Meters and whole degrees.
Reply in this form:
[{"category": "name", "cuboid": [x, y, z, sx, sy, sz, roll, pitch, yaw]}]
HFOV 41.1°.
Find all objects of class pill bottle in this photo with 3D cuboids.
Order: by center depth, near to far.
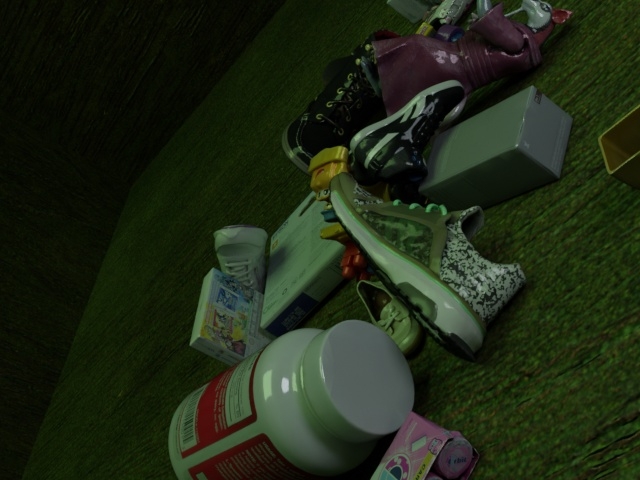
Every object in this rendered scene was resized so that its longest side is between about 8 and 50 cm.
[{"category": "pill bottle", "cuboid": [-0.051, 0.277, 1.348, 0.408, 0.229, 0.229, -36, 31, 43]}]

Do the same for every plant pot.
[{"category": "plant pot", "cuboid": [0.413, -0.109, 1.071, 0.081, 0.083, 0.081, -43, 26, 35]}]

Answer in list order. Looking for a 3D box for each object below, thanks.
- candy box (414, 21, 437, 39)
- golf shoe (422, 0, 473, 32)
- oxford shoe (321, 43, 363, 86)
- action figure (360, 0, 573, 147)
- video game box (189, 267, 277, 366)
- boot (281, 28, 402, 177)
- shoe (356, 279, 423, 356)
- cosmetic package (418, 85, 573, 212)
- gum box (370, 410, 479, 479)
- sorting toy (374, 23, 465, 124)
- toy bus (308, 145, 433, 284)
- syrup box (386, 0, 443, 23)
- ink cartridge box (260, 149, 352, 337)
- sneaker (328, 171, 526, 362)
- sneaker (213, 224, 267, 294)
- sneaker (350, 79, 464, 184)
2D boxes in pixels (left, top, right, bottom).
[{"category": "candy box", "cuboid": [0.213, -0.397, 1.810, 0.105, 0.027, 0.206, -55, -11, 12]}, {"category": "golf shoe", "cuboid": [0.293, -0.511, 1.883, 0.186, 0.068, 0.086, -50, 26, 43]}, {"category": "oxford shoe", "cuboid": [0.071, -0.426, 2.177, 0.212, 0.076, 0.076, -39, -18, -41]}, {"category": "action figure", "cuboid": [0.268, -0.314, 1.507, 0.370, 0.248, 0.275, -19, 74, 23]}, {"category": "video game box", "cuboid": [-0.171, 0.176, 1.790, 0.048, 0.187, 0.205, -44, 25, 32]}, {"category": "boot", "cuboid": [0.066, -0.316, 1.934, 0.284, 0.138, 0.377, -46, 5, 32]}, {"category": "shoe", "cuboid": [0.110, 0.125, 1.434, 0.076, 0.058, 0.219, -54, 22, 11]}, {"category": "cosmetic package", "cuboid": [0.277, -0.136, 1.375, 0.238, 0.107, 0.127, -19, 44, 54]}, {"category": "gum box", "cuboid": [0.124, 0.327, 1.135, 0.188, 0.062, 0.107, -60, 22, -4]}, {"category": "sorting toy", "cuboid": [0.219, -0.265, 1.709, 0.126, 0.127, 0.365, 27, 82, 39]}, {"category": "toy bus", "cuboid": [0.069, -0.038, 1.535, 0.149, 0.220, 0.211, -15, 52, 62]}, {"category": "syrup box", "cuboid": [0.270, -0.617, 2.027, 0.237, 0.093, 0.096, -19, 45, 58]}, {"category": "ink cartridge box", "cuboid": [0.000, 0.000, 1.823, 0.324, 0.071, 0.330, -46, 22, 29]}, {"category": "sneaker", "cuboid": [0.165, 0.003, 1.319, 0.182, 0.158, 0.410, -38, 50, -3]}, {"category": "sneaker", "cuboid": [-0.164, 0.065, 1.901, 0.305, 0.114, 0.152, 78, -174, -65]}, {"category": "sneaker", "cuboid": [0.170, -0.168, 1.429, 0.217, 0.079, 0.121, -32, 65, 0]}]
